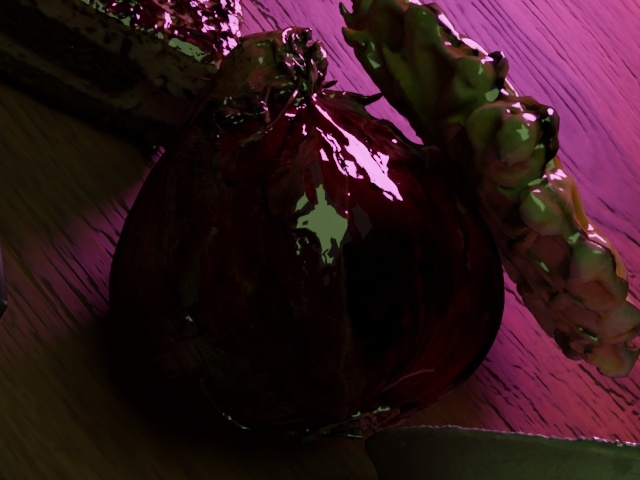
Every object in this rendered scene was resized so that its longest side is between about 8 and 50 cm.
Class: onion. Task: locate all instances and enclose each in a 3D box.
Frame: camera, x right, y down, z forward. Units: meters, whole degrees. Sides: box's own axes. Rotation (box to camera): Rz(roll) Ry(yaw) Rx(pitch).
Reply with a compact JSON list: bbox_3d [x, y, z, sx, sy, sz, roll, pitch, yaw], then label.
[{"bbox_3d":[0.002,0.020,1.010,0.281,0.221,0.281,7,76,-30],"label":"onion"}]

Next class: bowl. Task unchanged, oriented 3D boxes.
[{"bbox_3d":[0.168,0.223,0.960,0.313,0.313,0.146,19,70,-23],"label":"bowl"}]

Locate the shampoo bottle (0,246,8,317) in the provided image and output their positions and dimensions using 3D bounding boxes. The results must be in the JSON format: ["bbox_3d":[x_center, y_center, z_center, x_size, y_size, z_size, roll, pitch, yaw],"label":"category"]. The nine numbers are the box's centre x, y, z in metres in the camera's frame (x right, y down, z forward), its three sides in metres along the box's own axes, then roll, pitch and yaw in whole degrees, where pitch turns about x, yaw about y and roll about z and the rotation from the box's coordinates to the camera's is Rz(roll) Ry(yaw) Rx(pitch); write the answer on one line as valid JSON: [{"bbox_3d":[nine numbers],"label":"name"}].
[{"bbox_3d":[-0.252,-0.019,0.954,0.079,0.080,0.246,3,59,-31],"label":"shampoo bottle"}]

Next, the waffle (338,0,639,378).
[{"bbox_3d":[0.123,-0.050,1.115,0.317,0.073,0.297,53,-3,47],"label":"waffle"}]

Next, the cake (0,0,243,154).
[{"bbox_3d":[-0.176,-0.177,1.095,0.246,0.112,0.135,25,46,-14],"label":"cake"}]

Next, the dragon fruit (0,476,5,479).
[{"bbox_3d":[-0.201,0.227,0.754,0.295,0.130,0.268,2,71,-53],"label":"dragon fruit"}]
